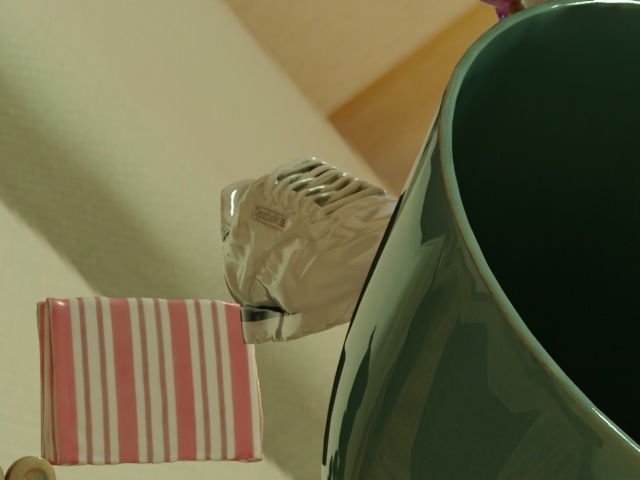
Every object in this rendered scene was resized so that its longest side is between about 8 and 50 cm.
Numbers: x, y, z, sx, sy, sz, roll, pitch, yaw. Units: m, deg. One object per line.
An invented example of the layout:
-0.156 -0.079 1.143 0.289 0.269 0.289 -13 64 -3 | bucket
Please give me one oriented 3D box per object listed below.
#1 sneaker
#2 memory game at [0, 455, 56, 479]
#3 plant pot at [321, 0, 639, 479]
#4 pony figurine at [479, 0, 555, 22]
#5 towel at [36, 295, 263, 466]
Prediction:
0.000 0.000 0.976 0.235 0.090 0.095 -15 -90 64 | sneaker
-0.206 0.228 1.162 0.186 0.012 0.186 -1 92 -39 | memory game
0.133 0.086 0.741 0.293 0.235 0.293 16 41 -15 | plant pot
0.073 -0.240 0.884 0.351 0.363 0.302 36 49 28 | pony figurine
-0.145 0.121 1.553 0.197 0.029 0.144 2 76 -24 | towel
